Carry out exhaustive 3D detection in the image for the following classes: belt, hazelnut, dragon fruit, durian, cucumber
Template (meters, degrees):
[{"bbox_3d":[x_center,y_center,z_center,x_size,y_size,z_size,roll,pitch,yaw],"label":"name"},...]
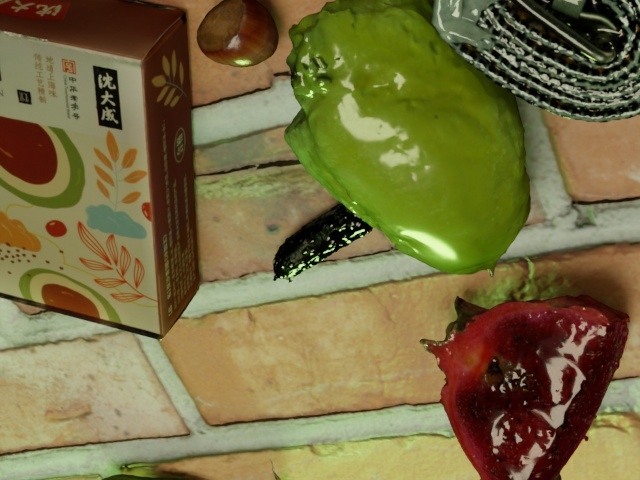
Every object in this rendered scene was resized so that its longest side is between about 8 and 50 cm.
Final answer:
[{"bbox_3d":[0.229,-0.235,1.355,0.257,0.150,0.207,36,123,-4],"label":"belt"},{"bbox_3d":[-0.084,-0.218,1.568,0.086,0.086,0.086,13,128,16],"label":"hazelnut"},{"bbox_3d":[0.222,0.137,1.662,0.211,0.134,0.262,31,117,16],"label":"dragon fruit"},{"bbox_3d":[0.095,-0.106,1.494,0.339,0.204,0.256,41,161,-11],"label":"durian"},{"bbox_3d":[0.000,0.000,1.703,0.053,0.053,0.181,45,131,-11],"label":"cucumber"}]

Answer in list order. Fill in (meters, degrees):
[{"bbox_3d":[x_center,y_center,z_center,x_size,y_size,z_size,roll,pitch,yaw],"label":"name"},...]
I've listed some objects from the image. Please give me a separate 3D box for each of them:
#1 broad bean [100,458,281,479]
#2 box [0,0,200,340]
[{"bbox_3d":[-0.183,0.350,2.047,0.318,0.056,0.098,-12,112,25],"label":"broad bean"},{"bbox_3d":[-0.323,-0.101,1.730,0.344,0.122,0.385,13,128,16],"label":"box"}]
